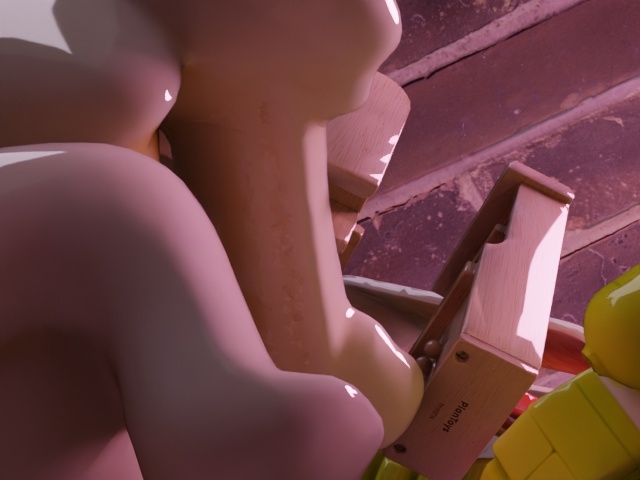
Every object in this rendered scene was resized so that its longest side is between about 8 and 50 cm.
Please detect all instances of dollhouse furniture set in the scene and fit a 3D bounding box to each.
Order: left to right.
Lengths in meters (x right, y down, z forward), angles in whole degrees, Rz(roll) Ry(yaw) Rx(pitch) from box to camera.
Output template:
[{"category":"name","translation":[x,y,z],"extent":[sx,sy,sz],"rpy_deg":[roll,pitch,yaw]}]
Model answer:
[{"category":"dollhouse furniture set","translation":[0.000,0.000,0.688],"extent":[0.212,0.242,0.161],"rpy_deg":[-62,2,38]}]

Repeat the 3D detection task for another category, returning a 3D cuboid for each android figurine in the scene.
[{"category":"android figurine","translation":[0.171,0.076,0.523],"extent":[0.273,0.056,0.248],"rpy_deg":[-33,-38,4]}]

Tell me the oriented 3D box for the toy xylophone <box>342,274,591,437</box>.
[{"category":"toy xylophone","translation":[0.129,0.109,0.884],"extent":[0.236,0.081,0.323],"rpy_deg":[30,-13,-33]}]

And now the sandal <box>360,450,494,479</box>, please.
[{"category":"sandal","translation":[0.049,0.193,0.901],"extent":[0.126,0.317,0.138],"rpy_deg":[-65,-29,-11]}]

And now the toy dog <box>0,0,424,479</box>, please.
[{"category":"toy dog","translation":[-0.151,0.079,0.424],"extent":[0.395,0.408,0.284],"rpy_deg":[9,-55,8]}]

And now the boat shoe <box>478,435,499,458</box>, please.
[{"category":"boat shoe","translation":[0.168,0.224,1.023],"extent":[0.324,0.097,0.116],"rpy_deg":[-36,26,26]}]
